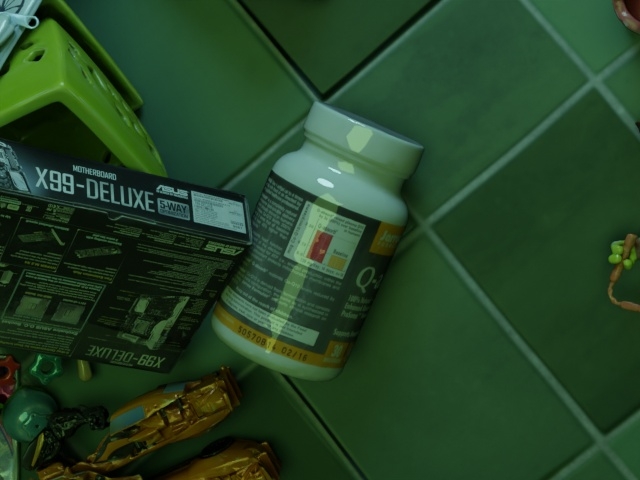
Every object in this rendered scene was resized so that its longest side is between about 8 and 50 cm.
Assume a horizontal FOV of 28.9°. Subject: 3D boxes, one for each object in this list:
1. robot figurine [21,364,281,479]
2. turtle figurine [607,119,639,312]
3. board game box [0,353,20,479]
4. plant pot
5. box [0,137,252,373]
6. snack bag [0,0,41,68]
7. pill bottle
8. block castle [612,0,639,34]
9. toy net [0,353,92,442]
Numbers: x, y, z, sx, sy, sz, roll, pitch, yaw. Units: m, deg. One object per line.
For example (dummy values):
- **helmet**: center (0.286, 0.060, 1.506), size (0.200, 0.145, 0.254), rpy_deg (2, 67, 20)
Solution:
- **robot figurine**: center (-0.207, 0.269, 1.448), size (0.291, 0.085, 0.211), rpy_deg (-26, 102, 7)
- **turtle figurine**: center (0.426, -0.039, 1.317), size (0.269, 0.087, 0.217), rpy_deg (-13, 85, 20)
- **board game box**: center (-0.567, 0.328, 1.551), size (0.390, 0.050, 0.390), rpy_deg (2, 95, 10)
- **plant pot**: center (-0.317, -0.122, 1.364), size (0.228, 0.227, 0.207), rpy_deg (-25, 49, 12)
- **box**: center (-0.259, 0.025, 1.326), size (0.307, 0.076, 0.242), rpy_deg (12, 134, -25)
- **snack bag**: center (-0.428, -0.212, 1.330), size (0.323, 0.037, 0.343), rpy_deg (0, 56, 36)
- **pill bottle**: center (0.000, 0.000, 1.360), size (0.162, 0.162, 0.278), rpy_deg (25, 99, 7)
- **block castle**: center (0.450, -0.415, 1.215), size (0.303, 0.213, 0.453), rpy_deg (7, 97, 10)
- **toy net**: center (-0.321, 0.131, 1.473), size (0.122, 0.045, 0.232), rpy_deg (32, 89, -30)
